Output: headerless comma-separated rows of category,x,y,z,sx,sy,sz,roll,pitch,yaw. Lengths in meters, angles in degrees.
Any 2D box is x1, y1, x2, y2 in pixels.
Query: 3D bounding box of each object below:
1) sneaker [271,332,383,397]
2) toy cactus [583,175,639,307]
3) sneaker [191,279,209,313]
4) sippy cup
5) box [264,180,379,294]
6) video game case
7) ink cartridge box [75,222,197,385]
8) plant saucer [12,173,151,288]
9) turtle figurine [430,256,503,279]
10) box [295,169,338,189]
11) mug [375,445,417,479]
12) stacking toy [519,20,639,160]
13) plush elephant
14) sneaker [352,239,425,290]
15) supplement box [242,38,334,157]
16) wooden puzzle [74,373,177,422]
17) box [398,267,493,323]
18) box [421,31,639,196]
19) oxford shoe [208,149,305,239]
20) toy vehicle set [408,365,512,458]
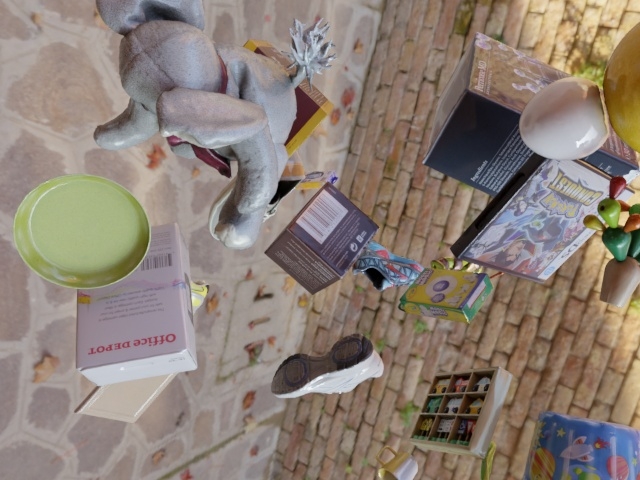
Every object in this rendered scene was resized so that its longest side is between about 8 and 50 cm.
sneaker,0.015,0.326,1.353,0.129,0.296,0.111,50,30,-36
toy cactus,0.448,0.006,0.834,0.218,0.112,0.181,18,93,-47
sneaker,-0.501,0.074,1.737,0.147,0.145,0.385,-47,119,-17
sippy cup,0.456,0.423,0.988,0.240,0.305,0.224,116,-15,-76
box,0.000,0.000,1.353,0.168,0.167,0.203,-51,-175,-25
video game case,0.406,-0.037,1.033,0.274,0.035,0.248,14,125,-36
ink cartridge box,-0.395,0.135,1.230,0.131,0.225,0.307,91,-11,-62
plant saucer,-0.448,-0.019,1.081,0.240,0.037,0.241,-8,119,-15
turtle figurine,0.367,0.045,1.378,0.217,0.087,0.270,-21,151,-21
box,-0.010,-0.203,1.893,0.081,0.136,0.028,-57,137,-49
mug,0.151,0.437,1.094,0.064,0.062,0.078,-33,101,-35
stacking toy,0.495,-0.216,0.725,0.350,0.479,0.351,23,62,-54
plush elephant,-0.161,-0.173,0.724,0.255,0.272,0.330,3,141,-46
sneaker,0.198,0.104,1.663,0.104,0.261,0.125,-46,-158,56
supplement box,-0.090,-0.277,1.118,0.129,0.194,0.191,-45,-171,16
wooden puzzle,-0.463,0.350,1.414,0.221,0.044,0.239,-48,152,-2
box,0.240,0.105,1.132,0.105,0.179,0.043,-46,117,-30
box,0.468,-0.248,1.292,0.212,0.395,0.294,115,-3,-46
oxford shoe,-0.189,-0.108,1.609,0.169,0.130,0.449,-12,158,-43
toy vehicle set,0.279,0.348,1.162,0.166,0.035,0.267,-63,-173,-21
